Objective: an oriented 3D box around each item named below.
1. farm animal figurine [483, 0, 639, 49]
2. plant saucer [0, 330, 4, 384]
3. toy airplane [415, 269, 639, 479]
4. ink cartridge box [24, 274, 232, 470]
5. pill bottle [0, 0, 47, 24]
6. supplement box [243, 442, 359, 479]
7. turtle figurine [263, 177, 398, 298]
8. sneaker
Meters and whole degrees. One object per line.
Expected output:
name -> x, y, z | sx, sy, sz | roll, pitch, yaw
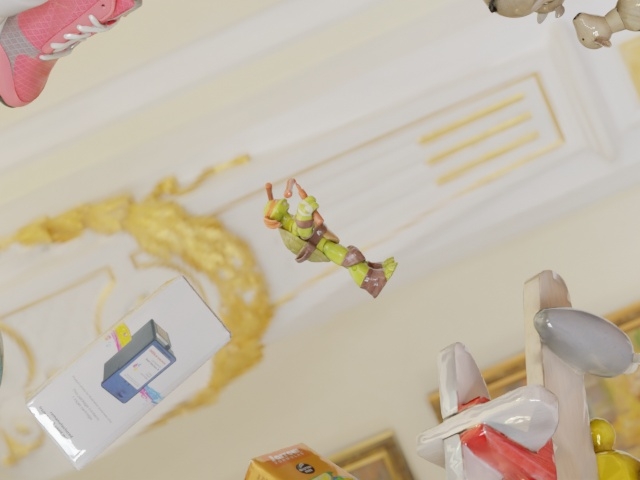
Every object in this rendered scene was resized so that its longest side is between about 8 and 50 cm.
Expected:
farm animal figurine -> 0.327, -0.356, 1.846 | 0.327, 0.172, 0.330 | -11, -138, -42
plant saucer -> -0.435, 0.203, 1.427 | 0.044, 0.317, 0.317 | 32, 179, 14
toy airplane -> 0.267, 0.239, 1.367 | 0.384, 0.273, 0.386 | -31, -74, -72
ink cartridge box -> -0.208, 0.137, 1.461 | 0.093, 0.212, 0.154 | 52, 169, -5
pill bottle -> -0.396, -0.253, 1.296 | 0.161, 0.283, 0.161 | 33, -129, -54
supplement box -> 0.033, 0.268, 1.192 | 0.078, 0.233, 0.080 | -10, -61, -51
turtle figurine -> 0.000, 0.000, 1.911 | 0.217, 0.087, 0.269 | 32, 172, -2
sneaker -> -0.265, -0.257, 1.455 | 0.136, 0.313, 0.116 | 33, -151, 8
